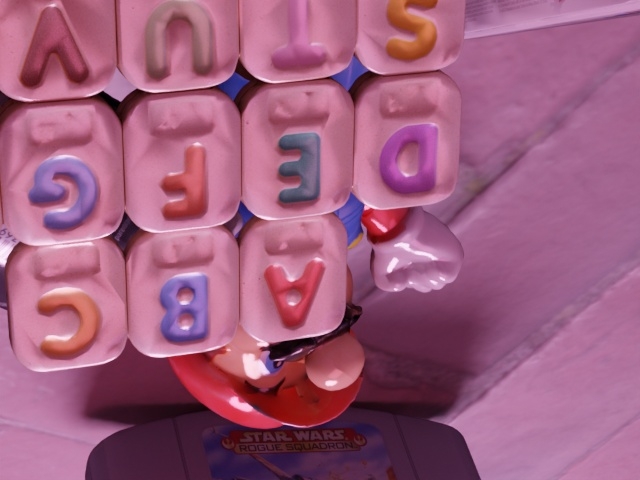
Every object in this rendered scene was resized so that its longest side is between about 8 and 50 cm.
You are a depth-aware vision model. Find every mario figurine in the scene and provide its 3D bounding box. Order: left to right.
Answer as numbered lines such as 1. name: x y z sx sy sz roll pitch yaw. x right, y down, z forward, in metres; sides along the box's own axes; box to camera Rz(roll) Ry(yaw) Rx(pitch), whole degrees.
1. mario figurine: 0.000 0.000 0.852 0.198 0.170 0.320 4 134 -7

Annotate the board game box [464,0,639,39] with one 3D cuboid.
1. board game box: 0.182 -0.136 0.697 0.193 0.305 0.053 -10 97 -9

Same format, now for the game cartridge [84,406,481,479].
1. game cartridge: -0.010 0.205 1.065 0.297 0.198 0.062 1 137 -22

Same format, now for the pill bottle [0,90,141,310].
1. pill bottle: -0.208 -0.063 0.740 0.130 0.130 0.246 -36 136 22

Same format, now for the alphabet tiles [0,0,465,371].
1. alphabet tiles: -0.066 -0.071 0.692 0.284 0.021 0.278 -6 114 -18
